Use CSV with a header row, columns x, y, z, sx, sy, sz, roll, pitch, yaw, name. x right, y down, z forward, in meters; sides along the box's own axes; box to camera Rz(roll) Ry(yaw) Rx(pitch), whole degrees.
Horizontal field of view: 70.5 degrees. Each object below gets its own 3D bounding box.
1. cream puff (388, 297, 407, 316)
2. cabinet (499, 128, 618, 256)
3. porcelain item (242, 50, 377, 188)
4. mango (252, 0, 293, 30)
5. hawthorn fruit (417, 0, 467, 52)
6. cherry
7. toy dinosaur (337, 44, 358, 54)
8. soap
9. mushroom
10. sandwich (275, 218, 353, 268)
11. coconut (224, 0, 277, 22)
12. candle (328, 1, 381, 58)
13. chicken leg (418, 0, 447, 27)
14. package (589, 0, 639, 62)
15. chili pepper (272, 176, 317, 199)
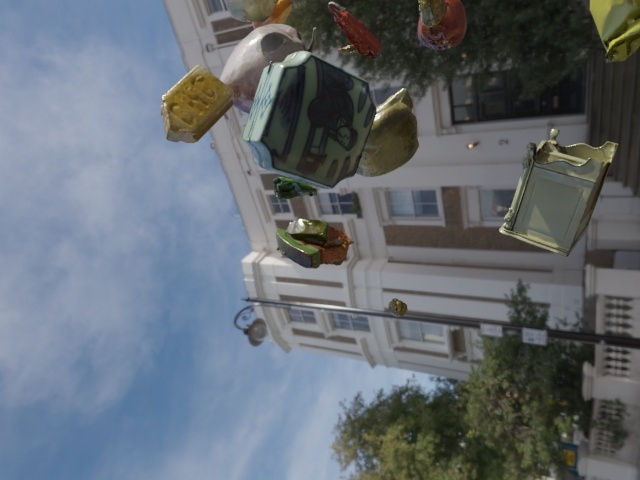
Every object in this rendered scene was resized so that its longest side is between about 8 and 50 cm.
x,y,z,sx,sy,sz,roll,pitch,yaw,name
0.286,0.254,1.688,0.083,0.083,0.058,34,-110,-28,cream puff
0.781,-0.170,1.492,0.290,0.227,0.318,-28,-48,-43,cabinet
-0.024,-0.282,1.091,0.285,0.157,0.281,17,-81,-30,porcelain item
-0.199,-0.896,1.802,0.102,0.217,0.141,50,-124,-8,mango
0.358,-0.647,1.329,0.148,0.148,0.172,-8,-74,-61,hawthorn fruit
-0.175,-0.596,1.598,0.291,0.334,0.327,80,-167,-87,cherry
0.105,-0.830,1.983,0.126,0.162,0.039,-17,-71,-21,toy dinosaur
-0.408,-0.421,1.439,0.160,0.080,0.257,36,-117,-5,soap
0.213,-0.315,1.435,0.292,0.212,0.217,-38,-72,-11,mushroom
0.000,0.000,1.766,0.301,0.250,0.162,0,-66,-34,sandwich
-0.224,-0.766,1.409,0.161,0.162,0.161,-51,-25,-35,coconut
0.075,-0.471,1.015,0.162,0.053,0.048,30,-160,-32,candle
0.270,-0.624,1.136,0.178,0.070,0.093,49,-151,-52,chicken leg
0.345,-0.324,0.485,0.168,0.090,0.226,97,176,-65,package
-0.122,-0.240,2.146,0.062,0.216,0.108,-91,13,-58,chili pepper
